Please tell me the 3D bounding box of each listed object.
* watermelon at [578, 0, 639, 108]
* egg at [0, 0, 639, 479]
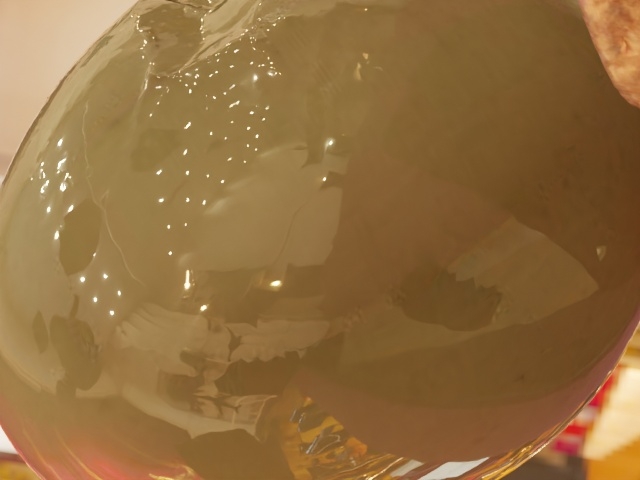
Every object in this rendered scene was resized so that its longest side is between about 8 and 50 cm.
[{"bbox_3d":[0.225,-0.105,0.625,0.319,0.222,0.292,60,-139,-41],"label":"watermelon"},{"bbox_3d":[0.000,0.000,0.731,0.219,0.269,0.219,155,90,-85],"label":"egg"}]
